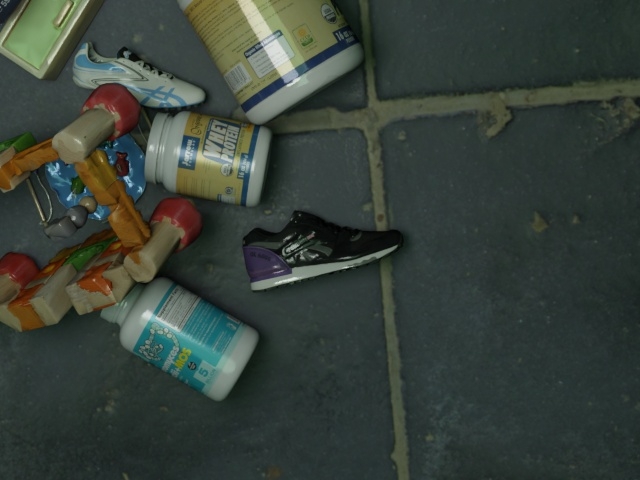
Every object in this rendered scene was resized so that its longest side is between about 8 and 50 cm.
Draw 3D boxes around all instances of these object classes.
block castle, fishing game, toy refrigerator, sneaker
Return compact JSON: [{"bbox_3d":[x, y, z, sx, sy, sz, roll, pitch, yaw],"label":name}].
[{"bbox_3d":[-0.441,-0.049,1.668,0.453,0.213,0.303,-16,114,28],"label":"block castle"},{"bbox_3d":[-0.402,-0.126,1.798,0.264,0.041,0.189,-20,95,6],"label":"fishing game"},{"bbox_3d":[-0.440,-0.414,1.731,0.102,0.094,0.269,34,97,-2],"label":"toy refrigerator"},{"bbox_3d":[0.000,0.000,1.771,0.283,0.107,0.124,-14,91,4],"label":"sneaker"},{"bbox_3d":[-0.312,-0.282,1.747,0.237,0.085,0.086,15,113,0],"label":"sneaker"}]

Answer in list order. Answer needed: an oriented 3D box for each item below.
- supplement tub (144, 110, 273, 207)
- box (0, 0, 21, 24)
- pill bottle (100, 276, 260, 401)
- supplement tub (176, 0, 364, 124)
[{"bbox_3d":[-0.189,-0.141,1.730,0.199,0.144,0.144,10,98,-2],"label":"supplement tub"},{"bbox_3d":[-0.540,-0.551,1.572,0.294,0.183,0.296,37,93,-36],"label":"box"},{"bbox_3d":[-0.250,0.161,1.779,0.264,0.146,0.146,30,98,-1],"label":"pill bottle"},{"bbox_3d":[-0.095,-0.373,1.655,0.228,0.228,0.316,-31,96,6],"label":"supplement tub"}]
